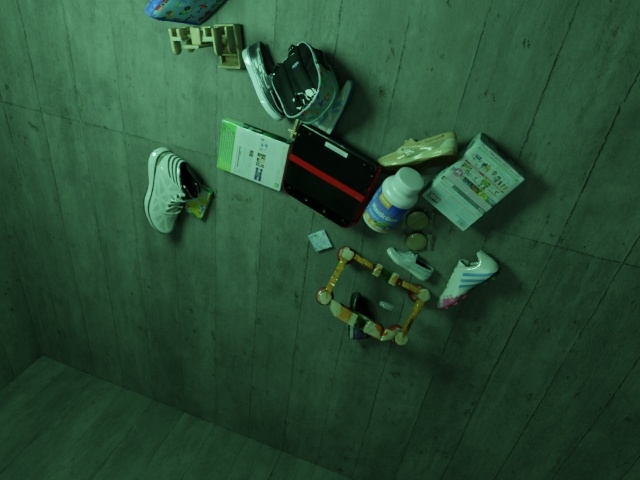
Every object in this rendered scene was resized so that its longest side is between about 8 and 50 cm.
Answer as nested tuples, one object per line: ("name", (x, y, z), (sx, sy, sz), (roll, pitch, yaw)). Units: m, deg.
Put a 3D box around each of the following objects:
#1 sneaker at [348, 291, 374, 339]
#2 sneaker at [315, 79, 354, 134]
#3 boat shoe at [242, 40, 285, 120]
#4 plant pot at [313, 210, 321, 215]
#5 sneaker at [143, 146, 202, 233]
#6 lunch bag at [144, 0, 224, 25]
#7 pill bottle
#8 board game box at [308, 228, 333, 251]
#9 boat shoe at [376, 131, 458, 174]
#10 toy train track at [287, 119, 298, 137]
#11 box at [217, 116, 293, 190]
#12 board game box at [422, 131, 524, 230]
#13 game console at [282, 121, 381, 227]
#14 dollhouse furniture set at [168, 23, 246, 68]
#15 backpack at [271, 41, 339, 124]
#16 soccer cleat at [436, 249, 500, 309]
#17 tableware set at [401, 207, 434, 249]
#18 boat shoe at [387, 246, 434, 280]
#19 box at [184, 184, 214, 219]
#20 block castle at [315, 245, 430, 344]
("sneaker", (0.205, 0.368, 2.190), (0.124, 0.107, 0.283), (2, 123, 1))
("sneaker", (0.053, -0.524, 1.727), (0.092, 0.087, 0.229), (34, 123, 2))
("boat shoe", (-0.197, -0.627, 1.757), (0.102, 0.108, 0.301), (-16, 104, 29))
("plant pot", (0.039, -0.210, 1.945), (0.236, 0.032, 0.236), (10, 121, 17))
("sneaker", (-0.699, -0.191, 2.115), (0.257, 0.169, 0.448), (30, 126, 29))
("lunch bag", (-0.483, -0.886, 1.597), (0.221, 0.293, 0.138), (-26, 107, 31))
("pill bottle", (0.291, -0.161, 1.766), (0.152, 0.152, 0.272), (34, 141, 0))
("board game box", (0.000, 0.000, 2.087), (0.090, 0.020, 0.090), (-17, 111, 29))
("boat shoe", (0.363, -0.331, 1.712), (0.341, 0.121, 0.110), (-6, 76, 35))
("toy train track", (-0.107, -0.471, 1.863), (0.048, 0.014, 0.083), (31, 119, 10))
("box", (-0.293, -0.379, 1.962), (0.321, 0.058, 0.232), (21, 124, 7))
("board game box", (0.576, -0.218, 1.696), (0.224, 0.097, 0.303), (40, 126, -5))
("game console", (0.031, -0.261, 1.842), (0.386, 0.060, 0.342), (32, 126, 14))
("dollhouse furniture set", (-0.405, -0.723, 1.684), (0.212, 0.242, 0.161), (13, 123, 25))
("backpack", (-0.048, -0.562, 1.644), (0.191, 0.254, 0.225), (15, 139, -44))
("soccer cleat", (0.607, 0.166, 1.910), (0.143, 0.116, 0.331), (51, 122, 7))
("tableware set", (0.409, -0.047, 1.894), (0.128, 0.039, 0.194), (1, 125, 7))
("boat shoe", (0.399, 0.086, 1.956), (0.227, 0.079, 0.081), (35, 118, -8))
("box", (-0.601, -0.193, 2.195), (0.105, 0.043, 0.179), (32, 122, 1))
("block castle", (0.229, 0.249, 1.988), (0.453, 0.213, 0.303), (28, 87, 1))
